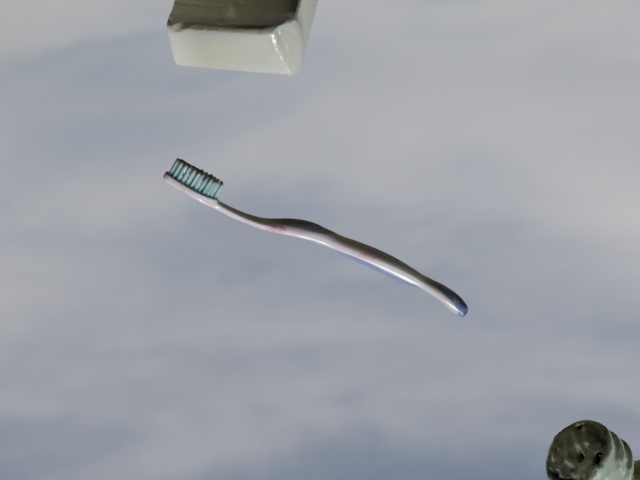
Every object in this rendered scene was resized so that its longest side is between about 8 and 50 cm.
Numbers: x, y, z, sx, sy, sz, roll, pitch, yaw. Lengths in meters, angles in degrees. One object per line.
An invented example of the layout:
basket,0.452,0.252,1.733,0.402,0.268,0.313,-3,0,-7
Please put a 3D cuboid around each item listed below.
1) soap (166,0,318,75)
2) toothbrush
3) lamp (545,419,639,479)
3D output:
soap,-0.062,-0.240,1.677,0.121,0.064,0.183,5,-126,12
toothbrush,0.000,0.000,1.445,0.269,0.027,0.021,25,-153,-12
lamp,0.257,0.208,1.464,0.193,0.106,0.106,36,175,-34
